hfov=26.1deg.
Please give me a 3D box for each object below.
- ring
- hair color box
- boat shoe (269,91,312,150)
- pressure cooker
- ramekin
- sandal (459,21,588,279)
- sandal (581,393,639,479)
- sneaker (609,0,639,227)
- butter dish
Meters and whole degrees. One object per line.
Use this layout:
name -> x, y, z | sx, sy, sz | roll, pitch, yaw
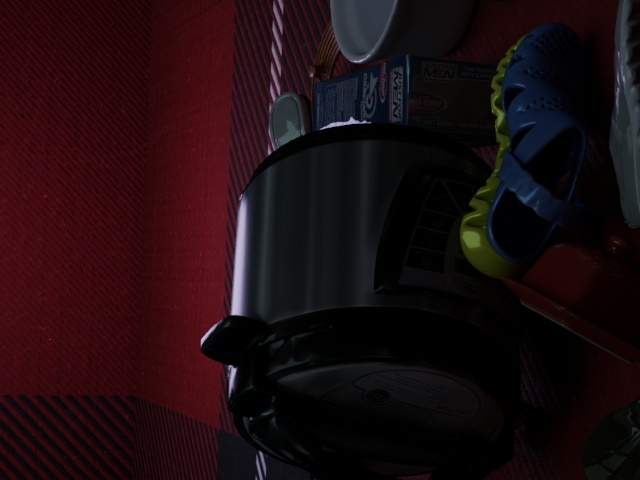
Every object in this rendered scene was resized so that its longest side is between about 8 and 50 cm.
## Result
ring -> 0.053, -0.222, 2.265 | 0.336, 0.032, 0.336 | 12, 104, 62
hair color box -> 0.126, -0.181, 1.928 | 0.347, 0.174, 0.105 | 179, 93, -70
boat shoe -> -0.024, -0.113, 2.448 | 0.114, 0.091, 0.302 | -8, 77, 41
pressure cooker -> 0.070, 0.115, 1.718 | 0.375, 0.370, 0.420 | 66, -158, -54
ramekin -> 0.124, -0.391, 2.015 | 0.277, 0.135, 0.277 | -178, 90, -69
sandal -> 0.262, -0.111, 1.586 | 0.138, 0.126, 0.317 | -26, 49, 59
sandal -> 0.355, 0.190, 1.448 | 0.219, 0.060, 0.090 | -60, 37, 25
sneaker -> 0.337, -0.142, 1.456 | 0.115, 0.105, 0.281 | 169, 102, -69
butter dish -> 0.305, 0.050, 1.506 | 0.118, 0.160, 0.160 | -61, 23, 2
